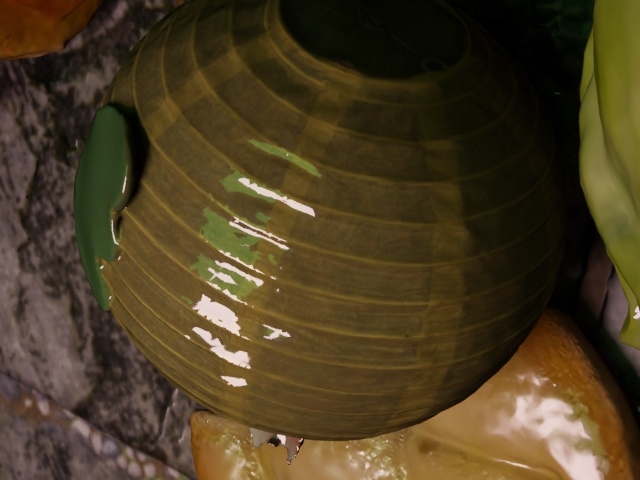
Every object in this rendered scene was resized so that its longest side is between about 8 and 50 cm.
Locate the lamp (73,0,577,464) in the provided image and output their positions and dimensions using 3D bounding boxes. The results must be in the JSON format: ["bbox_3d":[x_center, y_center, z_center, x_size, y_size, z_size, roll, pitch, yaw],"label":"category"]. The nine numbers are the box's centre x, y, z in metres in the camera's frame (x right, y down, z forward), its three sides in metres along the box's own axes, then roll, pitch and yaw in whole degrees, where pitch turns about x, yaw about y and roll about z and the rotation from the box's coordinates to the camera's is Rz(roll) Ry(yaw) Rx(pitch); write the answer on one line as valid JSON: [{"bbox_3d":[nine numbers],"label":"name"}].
[{"bbox_3d":[0.000,0.000,0.977,0.250,0.250,0.284,35,133,27],"label":"lamp"}]

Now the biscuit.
[{"bbox_3d":[0.052,0.138,1.075,0.299,0.045,0.154,-20,88,38],"label":"biscuit"}]

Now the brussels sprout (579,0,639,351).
[{"bbox_3d":[0.266,-0.054,0.706,0.425,0.342,0.361,88,173,-53],"label":"brussels sprout"}]

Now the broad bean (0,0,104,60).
[{"bbox_3d":[-0.189,-0.223,1.141,0.122,0.156,0.228,-130,35,-71],"label":"broad bean"}]
